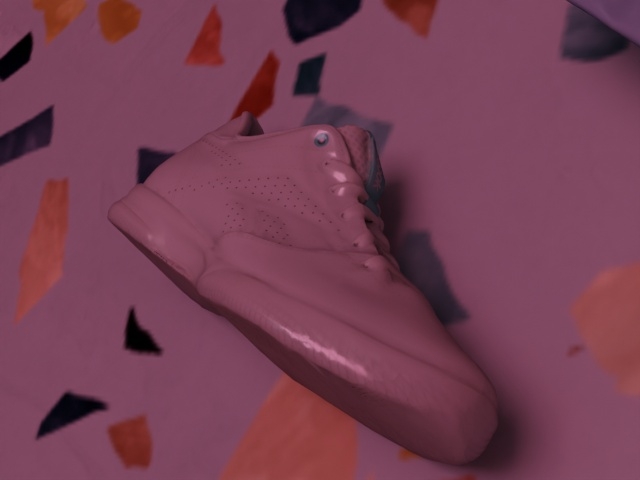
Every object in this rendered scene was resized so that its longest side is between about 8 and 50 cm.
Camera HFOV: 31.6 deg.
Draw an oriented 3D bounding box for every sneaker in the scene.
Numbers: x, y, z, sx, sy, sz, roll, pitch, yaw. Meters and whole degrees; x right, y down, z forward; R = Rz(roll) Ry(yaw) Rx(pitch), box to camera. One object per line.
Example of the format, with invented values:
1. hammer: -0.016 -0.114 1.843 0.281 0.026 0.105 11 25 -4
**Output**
1. sneaker: 0.000 0.000 0.428 0.094 0.080 0.212 -48 44 -9

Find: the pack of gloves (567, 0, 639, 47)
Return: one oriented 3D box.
1. pack of gloves: 0.197 -0.099 0.358 0.195 0.046 0.232 -39 50 -1
